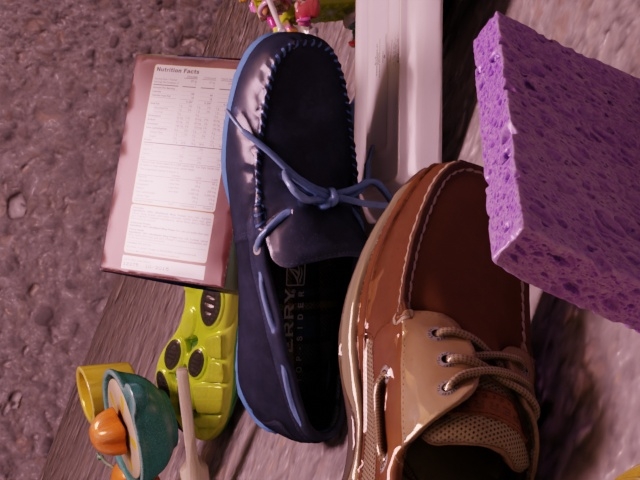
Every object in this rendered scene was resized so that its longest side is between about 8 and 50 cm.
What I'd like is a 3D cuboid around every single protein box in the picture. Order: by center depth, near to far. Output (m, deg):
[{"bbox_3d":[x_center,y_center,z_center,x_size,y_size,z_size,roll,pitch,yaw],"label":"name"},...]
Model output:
[{"bbox_3d":[-0.081,-0.052,1.337,0.200,0.136,0.201,16,-98,-63],"label":"protein box"}]

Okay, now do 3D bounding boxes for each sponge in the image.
[{"bbox_3d":[0.141,-0.039,0.764,0.031,0.117,0.210,-56,18,35],"label":"sponge"}]

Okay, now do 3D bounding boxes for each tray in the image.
[{"bbox_3d":[0.061,-0.153,1.234,0.145,0.030,0.270,171,100,-67],"label":"tray"}]

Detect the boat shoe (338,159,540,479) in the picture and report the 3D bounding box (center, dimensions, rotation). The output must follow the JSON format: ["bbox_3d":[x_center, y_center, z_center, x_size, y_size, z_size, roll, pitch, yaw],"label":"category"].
[{"bbox_3d":[0.078,0.109,0.816,0.120,0.122,0.324,-28,50,62],"label":"boat shoe"}]

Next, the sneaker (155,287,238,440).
[{"bbox_3d":[-0.096,0.086,1.567,0.109,0.123,0.295,26,113,34],"label":"sneaker"}]

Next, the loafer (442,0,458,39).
[{"bbox_3d":[0.131,-0.271,1.285,0.096,0.084,0.267,-19,-29,-45],"label":"loafer"}]

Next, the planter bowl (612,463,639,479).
[{"bbox_3d":[0.141,0.149,0.536,0.217,0.090,0.217,-159,90,-76],"label":"planter bowl"}]

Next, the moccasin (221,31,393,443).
[{"bbox_3d":[0.000,0.000,1.187,0.117,0.138,0.342,21,118,60],"label":"moccasin"}]

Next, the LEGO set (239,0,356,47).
[{"bbox_3d":[0.004,-0.213,1.366,0.132,0.287,0.107,-28,70,20],"label":"LEGO set"}]

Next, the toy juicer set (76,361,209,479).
[{"bbox_3d":[-0.195,0.237,1.542,0.329,0.089,0.209,172,86,-68],"label":"toy juicer set"}]

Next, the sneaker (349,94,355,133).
[{"bbox_3d":[0.063,-0.144,1.370,0.059,0.053,0.144,-50,24,48],"label":"sneaker"}]
